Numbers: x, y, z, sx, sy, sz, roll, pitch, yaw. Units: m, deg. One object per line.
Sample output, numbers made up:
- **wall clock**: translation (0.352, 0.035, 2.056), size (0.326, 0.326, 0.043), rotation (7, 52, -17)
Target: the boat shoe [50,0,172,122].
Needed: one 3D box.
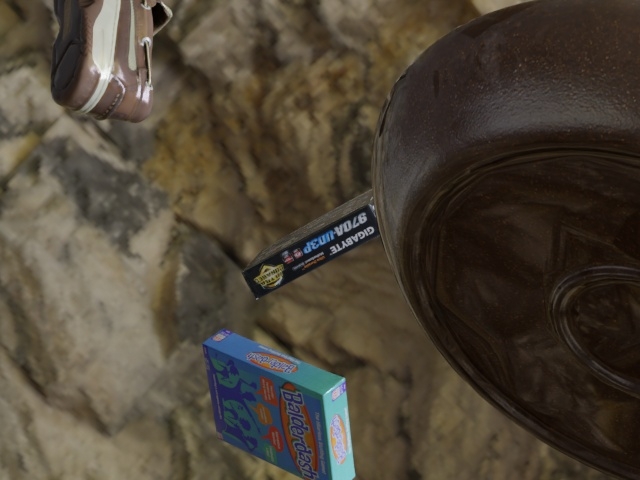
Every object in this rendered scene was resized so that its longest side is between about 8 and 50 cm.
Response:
- **boat shoe**: translation (-0.185, -0.213, 1.179), size (0.095, 0.095, 0.257), rotation (-32, -132, 45)

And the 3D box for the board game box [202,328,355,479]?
- **board game box**: translation (-0.055, 0.220, 1.683), size (0.210, 0.160, 0.047), rotation (17, -143, 36)

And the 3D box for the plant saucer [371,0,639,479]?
- **plant saucer**: translation (0.153, 0.029, 0.586), size (0.310, 0.310, 0.050), rotation (-11, -145, 47)

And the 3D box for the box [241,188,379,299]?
- **box**: translation (0.000, 0.000, 1.938), size (0.220, 0.051, 0.175), rotation (-28, -174, 12)
